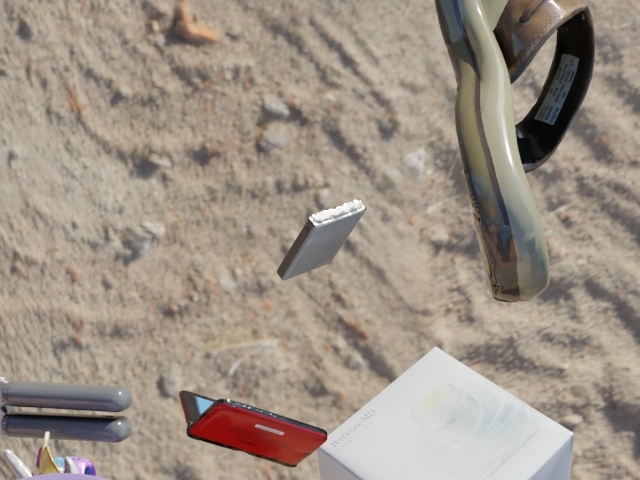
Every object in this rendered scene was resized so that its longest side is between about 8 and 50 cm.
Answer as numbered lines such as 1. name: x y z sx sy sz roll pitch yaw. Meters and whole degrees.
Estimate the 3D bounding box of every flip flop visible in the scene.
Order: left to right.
1. flip flop: 0.111 -0.092 0.615 0.080 0.112 0.277 -11 49 14

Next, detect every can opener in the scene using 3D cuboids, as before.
1. can opener: -0.361 0.205 1.411 0.280 0.093 0.074 0 92 17

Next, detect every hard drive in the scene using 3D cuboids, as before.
1. hard drive: 0.000 0.000 1.592 0.094 0.135 0.022 -20 67 -35

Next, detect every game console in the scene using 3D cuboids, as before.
1. game console: -0.079 0.201 1.317 0.144 0.124 0.085 21 47 -23

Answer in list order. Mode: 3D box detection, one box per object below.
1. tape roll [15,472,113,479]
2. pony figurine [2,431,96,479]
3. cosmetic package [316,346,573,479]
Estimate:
1. tape roll: -0.170 0.255 0.788 0.189 0.080 0.189 17 25 -8
2. pony figurine: -0.240 0.419 1.258 0.351 0.303 0.363 17 62 1
3. cosmetic package: 0.153 0.285 1.402 0.224 0.138 0.224 -36 48 -30
